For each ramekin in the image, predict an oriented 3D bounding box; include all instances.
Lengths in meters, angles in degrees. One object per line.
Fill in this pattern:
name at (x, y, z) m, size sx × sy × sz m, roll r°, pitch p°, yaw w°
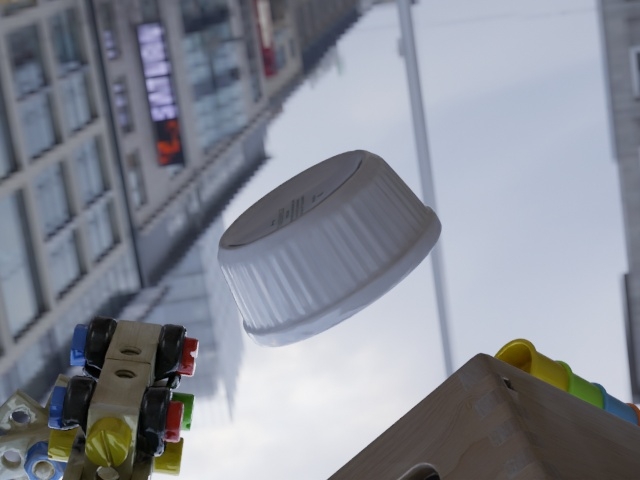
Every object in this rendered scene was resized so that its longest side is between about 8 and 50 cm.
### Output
ramekin at (0.000, 0.000, 1.890) m, size 0.272 × 0.127 × 0.273 m, roll -30°, pitch -165°, yaw 9°

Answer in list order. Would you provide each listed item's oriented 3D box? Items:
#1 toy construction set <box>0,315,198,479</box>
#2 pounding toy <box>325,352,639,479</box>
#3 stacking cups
toy construction set at (-0.161, 0.180, 1.152) m, size 0.151 × 0.215 × 0.328 m, roll 2°, pitch -158°, yaw -15°
pounding toy at (0.022, 0.128, 0.601) m, size 0.206 × 0.181 × 0.094 m, roll 27°, pitch -151°, yaw -44°
stacking cups at (0.351, 0.220, 1.967) m, size 0.316 × 0.096 × 0.096 m, roll 26°, pitch 178°, yaw -27°
